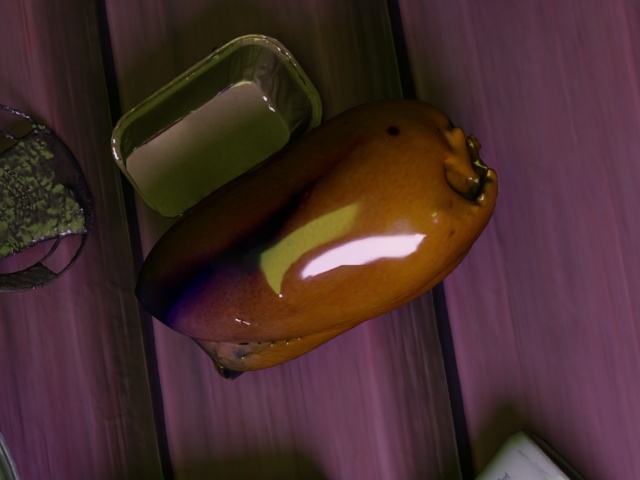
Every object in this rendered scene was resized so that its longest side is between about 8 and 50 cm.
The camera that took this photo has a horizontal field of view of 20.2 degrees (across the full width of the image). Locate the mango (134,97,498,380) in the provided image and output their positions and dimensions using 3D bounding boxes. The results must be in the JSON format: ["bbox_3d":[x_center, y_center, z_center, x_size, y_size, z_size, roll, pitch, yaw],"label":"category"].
[{"bbox_3d":[0.000,0.000,1.389,0.287,0.201,0.153,-31,104,6],"label":"mango"}]

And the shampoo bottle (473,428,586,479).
[{"bbox_3d":[0.119,0.267,1.401,0.118,0.087,0.234,44,97,7],"label":"shampoo bottle"}]

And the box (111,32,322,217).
[{"bbox_3d":[-0.088,-0.089,1.476,0.177,0.111,0.111,-32,79,13],"label":"box"}]

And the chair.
[{"bbox_3d":[-0.308,-0.017,1.499,0.213,0.149,0.174,-27,79,6],"label":"chair"}]

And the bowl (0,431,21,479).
[{"bbox_3d":[-0.366,0.231,1.478,0.337,0.157,0.337,0,92,14],"label":"bowl"}]
